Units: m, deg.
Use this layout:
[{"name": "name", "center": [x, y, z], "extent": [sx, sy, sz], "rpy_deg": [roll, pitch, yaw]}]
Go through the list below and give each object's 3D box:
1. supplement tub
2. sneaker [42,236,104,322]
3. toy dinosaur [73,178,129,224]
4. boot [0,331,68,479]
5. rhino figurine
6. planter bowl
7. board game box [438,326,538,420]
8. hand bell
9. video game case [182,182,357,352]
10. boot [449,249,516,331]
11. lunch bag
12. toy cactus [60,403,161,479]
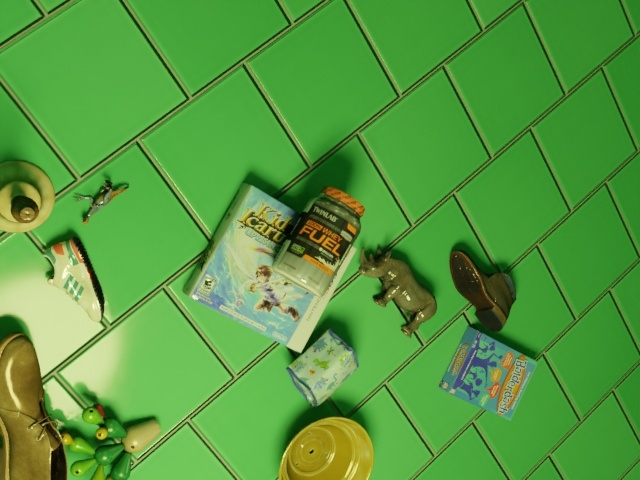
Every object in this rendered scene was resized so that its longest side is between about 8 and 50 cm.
[{"name": "supplement tub", "center": [0.000, 0.000, 1.422], "extent": [0.117, 0.117, 0.190], "rpy_deg": [33, 81, -26]}, {"name": "sneaker", "center": [-0.440, 0.076, 1.338], "extent": [0.075, 0.057, 0.161], "rpy_deg": [-17, 108, -4]}, {"name": "toy dinosaur", "center": [-0.390, -0.063, 1.338], "extent": [0.090, 0.047, 0.082], "rpy_deg": [13, 112, -37]}, {"name": "boot", "center": [-0.491, 0.304, 1.295], "extent": [0.112, 0.115, 0.306], "rpy_deg": [-30, 123, -60]}, {"name": "rhino figurine", "center": [0.161, 0.099, 1.607], "extent": [0.106, 0.073, 0.243], "rpy_deg": [-45, 113, -7]}, {"name": "planter bowl", "center": [-0.003, 0.460, 1.585], "extent": [0.217, 0.090, 0.217], "rpy_deg": [-4, 101, -25]}, {"name": "board game box", "center": [0.398, 0.316, 1.772], "extent": [0.210, 0.047, 0.160], "rpy_deg": [27, 87, -27]}, {"name": "hand bell", "center": [-0.472, -0.055, 1.187], "extent": [0.126, 0.242, 0.126], "rpy_deg": [-5, 102, -25]}, {"name": "video game case", "center": [-0.095, 0.057, 1.486], "extent": [0.269, 0.061, 0.244], "rpy_deg": [30, 85, -26]}, {"name": "boot", "center": [0.373, 0.092, 1.719], "extent": [0.106, 0.082, 0.219], "rpy_deg": [-44, 112, -36]}, {"name": "lunch bag", "center": [0.010, 0.271, 1.553], "extent": [0.129, 0.096, 0.151], "rpy_deg": [-41, 147, -13]}, {"name": "toy cactus", "center": [-0.386, 0.391, 1.403], "extent": [0.180, 0.112, 0.219], "rpy_deg": [-23, 107, -40]}]
